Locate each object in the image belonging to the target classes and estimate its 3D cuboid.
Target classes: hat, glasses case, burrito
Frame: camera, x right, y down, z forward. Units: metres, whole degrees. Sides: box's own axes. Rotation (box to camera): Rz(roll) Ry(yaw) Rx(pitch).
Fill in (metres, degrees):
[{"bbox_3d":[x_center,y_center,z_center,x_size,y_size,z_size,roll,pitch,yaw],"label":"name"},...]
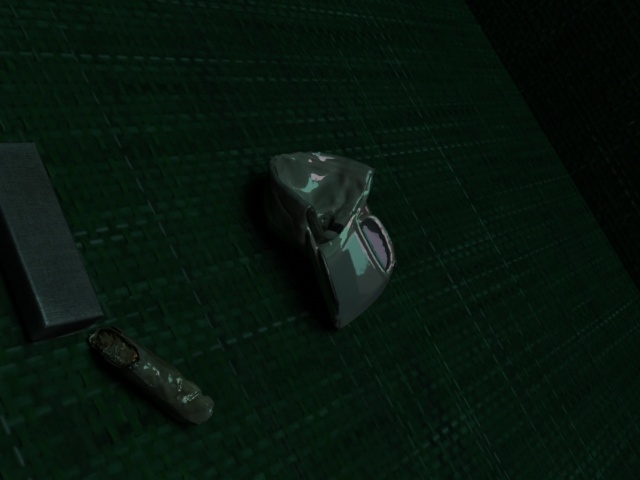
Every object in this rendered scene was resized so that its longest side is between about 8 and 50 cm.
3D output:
[{"bbox_3d":[0.000,0.000,1.254,0.219,0.164,0.226,-26,122,-57],"label":"hat"},{"bbox_3d":[-0.291,-0.002,0.902,0.070,0.047,0.205,-9,69,-50],"label":"glasses case"},{"bbox_3d":[-0.173,0.140,0.929,0.149,0.055,0.041,43,65,-22],"label":"burrito"}]
